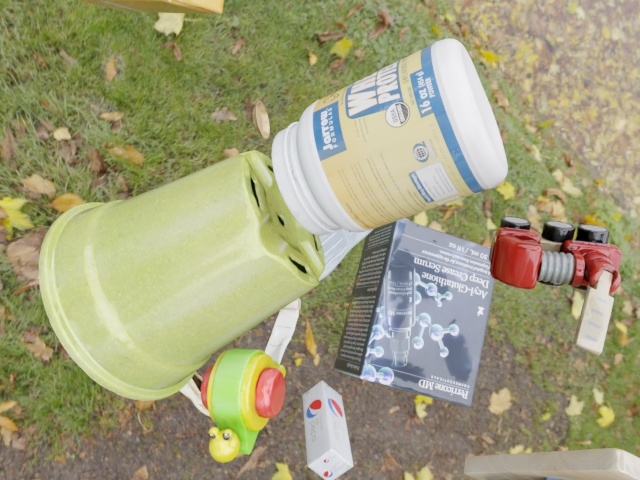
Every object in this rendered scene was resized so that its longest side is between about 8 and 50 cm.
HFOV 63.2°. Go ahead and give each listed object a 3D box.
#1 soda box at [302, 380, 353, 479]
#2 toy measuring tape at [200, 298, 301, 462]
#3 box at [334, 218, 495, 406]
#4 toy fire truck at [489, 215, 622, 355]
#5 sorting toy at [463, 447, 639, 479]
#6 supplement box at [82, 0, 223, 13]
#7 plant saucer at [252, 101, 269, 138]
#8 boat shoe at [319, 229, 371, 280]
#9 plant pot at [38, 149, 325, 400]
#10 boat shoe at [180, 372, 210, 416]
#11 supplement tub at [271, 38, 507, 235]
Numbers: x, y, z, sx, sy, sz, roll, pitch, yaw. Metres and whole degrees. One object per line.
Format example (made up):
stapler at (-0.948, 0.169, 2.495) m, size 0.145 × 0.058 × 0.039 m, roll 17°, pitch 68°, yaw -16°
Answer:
soda box at (0.012, 0.416, 1.153) m, size 0.069 × 0.216 × 0.074 m, roll -40°, pitch 111°, yaw 12°
toy measuring tape at (-0.096, 0.174, 0.793) m, size 0.121 × 0.121 × 0.330 m, roll 47°, pitch 36°, yaw -20°
box at (0.240, 0.179, 1.317) m, size 0.293 × 0.212 × 0.396 m, roll 17°, pitch 78°, yaw -13°
toy fire truck at (0.419, 0.069, 0.919) m, size 0.217 × 0.246 × 0.159 m, roll 7°, pitch 107°, yaw 11°
sorting toy at (0.355, 0.356, 0.648) m, size 0.257 × 0.255 × 0.089 m, roll 28°, pitch 58°, yaw -12°
supplement box at (-0.214, -0.327, 0.643) m, size 0.080 × 0.233 × 0.078 m, roll -5°, pitch 111°, yaw -47°
plant saucer at (-0.136, -0.271, 1.177) m, size 0.015 × 0.083 × 0.083 m, roll -7°, pitch 96°, yaw 13°
boat shoe at (0.000, 0.000, 1.068) m, size 0.302 × 0.094 × 0.109 m, roll -34°, pitch 115°, yaw -34°
plant pot at (-0.144, 0.023, 0.650) m, size 0.254 × 0.276 × 0.276 m, roll -27°, pitch 107°, yaw 18°
boat shoe at (-0.240, 0.314, 1.070) m, size 0.045 × 0.050 × 0.135 m, roll -39°, pitch 111°, yaw 14°
supplement tub at (0.067, -0.092, 0.520) m, size 0.144 × 0.199 × 0.144 m, roll 43°, pitch 37°, yaw -44°
